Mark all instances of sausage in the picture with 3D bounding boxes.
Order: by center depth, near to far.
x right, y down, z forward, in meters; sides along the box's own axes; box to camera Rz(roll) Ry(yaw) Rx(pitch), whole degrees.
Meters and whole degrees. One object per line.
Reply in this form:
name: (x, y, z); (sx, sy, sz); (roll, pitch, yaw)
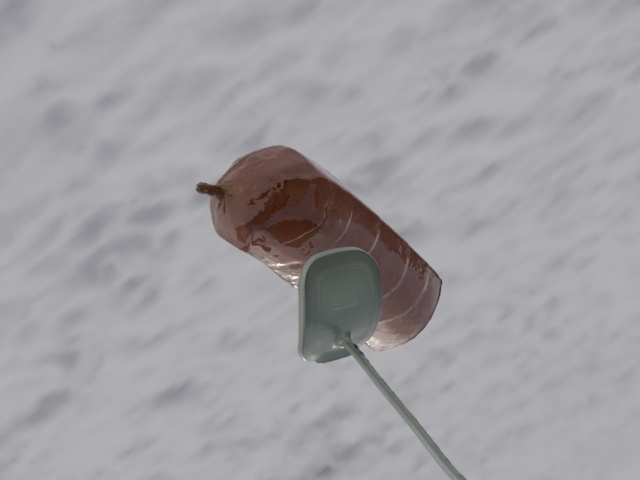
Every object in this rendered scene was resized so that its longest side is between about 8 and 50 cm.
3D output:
sausage: (0.001, -0.001, 1.012); (0.065, 0.065, 0.169); (-41, 144, 7)

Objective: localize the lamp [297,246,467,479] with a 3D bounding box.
lamp: (0.048, 0.075, 0.876); (0.050, 0.198, 0.056); (-9, 124, -28)
